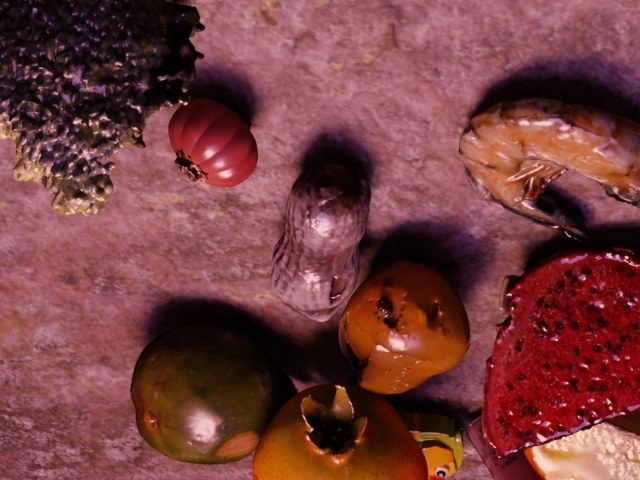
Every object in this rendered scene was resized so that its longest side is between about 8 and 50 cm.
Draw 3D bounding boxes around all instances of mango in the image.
[{"bbox_3d":[0.106,0.112,2.016,0.156,0.151,0.249,26,157,14],"label":"mango"}]

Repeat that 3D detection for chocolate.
[{"bbox_3d":[0.000,0.000,1.935,0.110,0.110,0.248,12,140,-4],"label":"chocolate"}]

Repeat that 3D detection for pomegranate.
[{"bbox_3d":[0.020,0.278,2.088,0.220,0.221,0.257,2,140,9],"label":"pomegranate"}]

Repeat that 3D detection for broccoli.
[{"bbox_3d":[-0.233,-0.160,1.717,0.247,0.263,0.243,-19,176,-10],"label":"broccoli"}]

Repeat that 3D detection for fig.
[{"bbox_3d":[-0.127,0.198,2.183,0.244,0.195,0.195,-5,158,-42],"label":"fig"}]

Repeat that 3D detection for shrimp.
[{"bbox_3d":[0.310,-0.054,1.835,0.365,0.071,0.233,27,150,-27],"label":"shrimp"}]

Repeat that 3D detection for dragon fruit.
[{"bbox_3d":[0.321,0.103,1.980,0.317,0.152,0.205,-21,92,15],"label":"dragon fruit"}]

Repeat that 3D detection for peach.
[{"bbox_3d":[0.351,0.262,2.131,0.267,0.159,0.154,20,107,7],"label":"peach"}]

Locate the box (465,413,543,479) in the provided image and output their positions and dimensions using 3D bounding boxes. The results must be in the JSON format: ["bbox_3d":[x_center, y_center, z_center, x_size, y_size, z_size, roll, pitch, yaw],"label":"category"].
[{"bbox_3d":[0.279,0.331,2.210,0.069,0.224,0.120,-37,132,5],"label":"box"}]

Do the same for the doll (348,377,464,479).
[{"bbox_3d":[0.105,0.267,2.260,0.186,0.106,0.134,16,123,-9],"label":"doll"}]

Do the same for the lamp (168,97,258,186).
[{"bbox_3d":[-0.117,-0.107,1.827,0.107,0.092,0.107,38,164,13],"label":"lamp"}]
